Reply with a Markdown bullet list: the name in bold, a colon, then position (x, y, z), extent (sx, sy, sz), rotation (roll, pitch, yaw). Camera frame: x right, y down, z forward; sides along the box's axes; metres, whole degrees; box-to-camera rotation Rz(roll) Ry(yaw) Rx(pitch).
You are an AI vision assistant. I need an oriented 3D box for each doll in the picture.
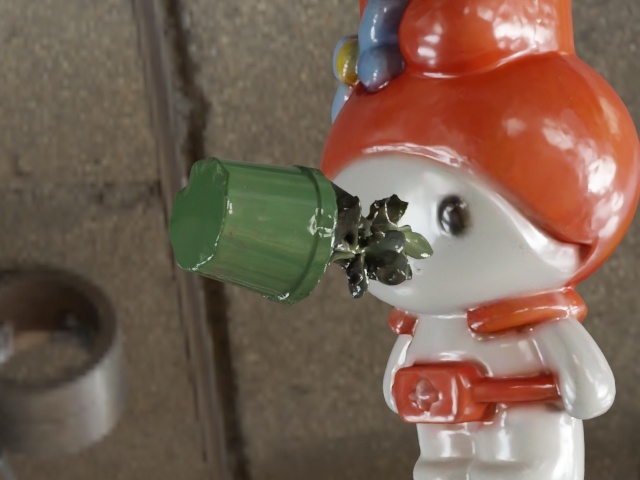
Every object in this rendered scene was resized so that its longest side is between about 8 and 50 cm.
- **doll**: position (0.070, -0.030, 0.843), extent (0.130, 0.290, 0.161), rotation (-5, 179, -37)

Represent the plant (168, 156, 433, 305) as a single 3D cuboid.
- **plant**: position (0.000, 0.000, 0.654), extent (0.102, 0.051, 0.051), rotation (11, 136, -32)
